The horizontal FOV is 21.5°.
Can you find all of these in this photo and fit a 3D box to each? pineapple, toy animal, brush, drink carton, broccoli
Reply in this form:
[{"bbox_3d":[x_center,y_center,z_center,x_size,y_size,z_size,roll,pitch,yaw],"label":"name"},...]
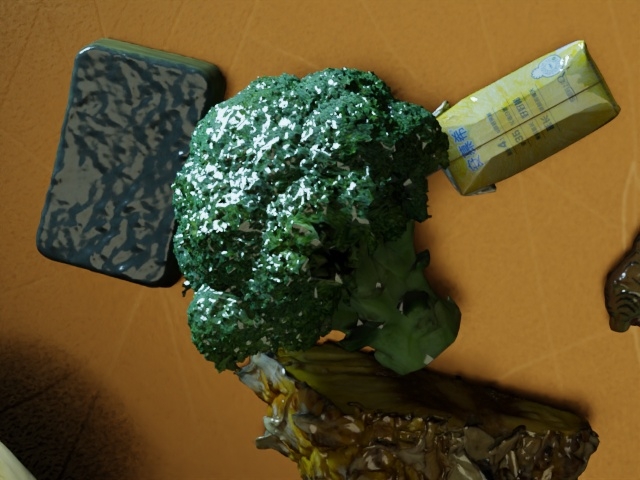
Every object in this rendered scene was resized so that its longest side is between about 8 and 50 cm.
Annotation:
[{"bbox_3d":[0.070,0.191,1.366,0.334,0.158,0.161,16,98,4],"label":"pineapple"},{"bbox_3d":[0.315,-0.021,1.365,0.099,0.057,0.241,26,99,4],"label":"toy animal"},{"bbox_3d":[-0.161,-0.064,1.418,0.123,0.059,0.197,14,98,7],"label":"brush"},{"bbox_3d":[0.140,-0.087,1.372,0.200,0.074,0.084,-29,92,8],"label":"drink carton"},{"bbox_3d":[0.000,0.000,1.320,0.270,0.270,0.270,-39,112,9],"label":"broccoli"}]

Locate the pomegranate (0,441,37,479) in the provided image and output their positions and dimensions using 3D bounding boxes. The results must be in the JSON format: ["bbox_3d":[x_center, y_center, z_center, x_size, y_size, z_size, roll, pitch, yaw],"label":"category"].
[{"bbox_3d":[-0.382,0.302,1.339,0.411,0.411,0.411,1,96,7],"label":"pomegranate"}]
